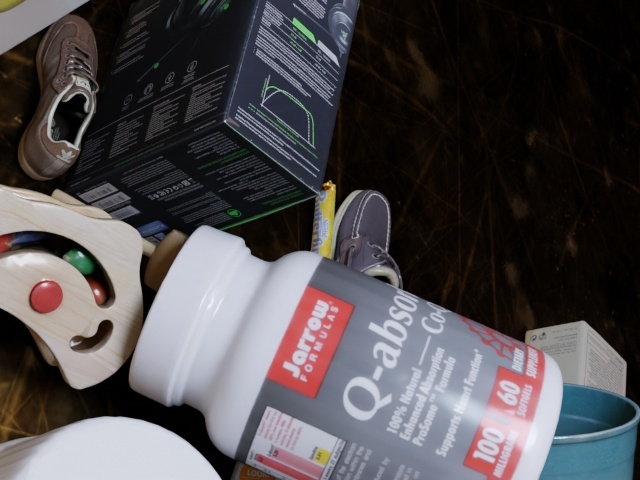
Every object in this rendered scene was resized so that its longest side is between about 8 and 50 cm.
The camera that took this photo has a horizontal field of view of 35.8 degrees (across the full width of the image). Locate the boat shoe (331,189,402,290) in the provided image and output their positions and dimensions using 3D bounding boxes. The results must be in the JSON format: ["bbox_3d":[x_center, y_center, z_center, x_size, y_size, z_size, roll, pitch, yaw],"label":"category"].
[{"bbox_3d":[0.058,0.053,1.255,0.103,0.092,0.285,42,49,-33],"label":"boat shoe"}]

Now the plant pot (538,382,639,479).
[{"bbox_3d":[0.283,0.342,1.311,0.271,0.271,0.255,-10,100,-51],"label":"plant pot"}]

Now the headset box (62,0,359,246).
[{"bbox_3d":[-0.106,-0.162,1.014,0.131,0.246,0.283,36,51,-37],"label":"headset box"}]

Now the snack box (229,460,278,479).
[{"bbox_3d":[-0.009,0.321,0.988,0.207,0.070,0.175,21,76,-5],"label":"snack box"}]

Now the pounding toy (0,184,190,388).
[{"bbox_3d":[-0.255,0.034,0.908,0.269,0.155,0.154,18,93,-36],"label":"pounding toy"}]

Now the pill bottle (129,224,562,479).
[{"bbox_3d":[0.021,0.135,0.930,0.363,0.210,0.210,23,50,3],"label":"pill bottle"}]

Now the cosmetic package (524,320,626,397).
[{"bbox_3d":[0.394,0.302,1.555,0.160,0.113,0.309,40,50,-34],"label":"cosmetic package"}]

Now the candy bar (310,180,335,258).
[{"bbox_3d":[0.000,0.000,1.246,0.018,0.040,0.162,23,60,-33],"label":"candy bar"}]

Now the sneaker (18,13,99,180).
[{"bbox_3d":[-0.243,-0.148,0.981,0.066,0.071,0.188,27,58,-42],"label":"sneaker"}]

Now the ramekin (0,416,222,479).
[{"bbox_3d":[-0.185,0.280,0.816,0.277,0.135,0.277,29,46,-35],"label":"ramekin"}]

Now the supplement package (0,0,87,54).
[{"bbox_3d":[-0.279,-0.296,0.885,0.194,0.203,0.149,53,43,-23],"label":"supplement package"}]
